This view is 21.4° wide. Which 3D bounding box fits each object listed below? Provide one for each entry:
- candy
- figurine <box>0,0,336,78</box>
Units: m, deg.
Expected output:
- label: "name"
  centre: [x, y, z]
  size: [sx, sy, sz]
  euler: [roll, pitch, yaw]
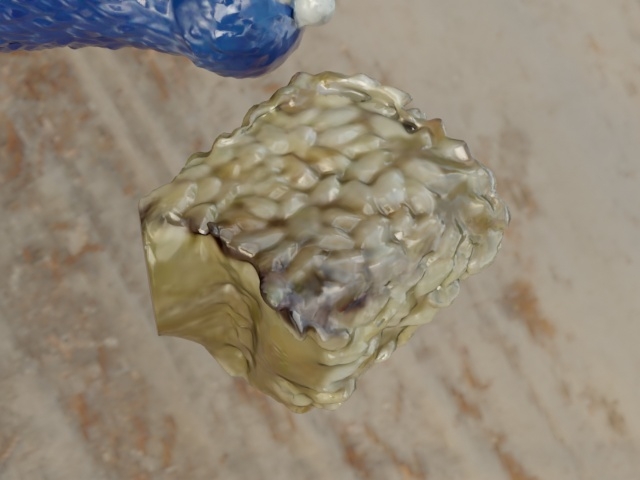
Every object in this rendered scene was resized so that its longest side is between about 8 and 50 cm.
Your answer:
- label: "candy"
  centre: [0.000, 0.000, 0.541]
  size: [0.095, 0.085, 0.110]
  euler: [38, 67, 17]
- label: "figurine"
  centre: [-0.117, -0.128, 0.743]
  size: [0.121, 0.262, 0.164]
  euler: [-61, 143, -10]
